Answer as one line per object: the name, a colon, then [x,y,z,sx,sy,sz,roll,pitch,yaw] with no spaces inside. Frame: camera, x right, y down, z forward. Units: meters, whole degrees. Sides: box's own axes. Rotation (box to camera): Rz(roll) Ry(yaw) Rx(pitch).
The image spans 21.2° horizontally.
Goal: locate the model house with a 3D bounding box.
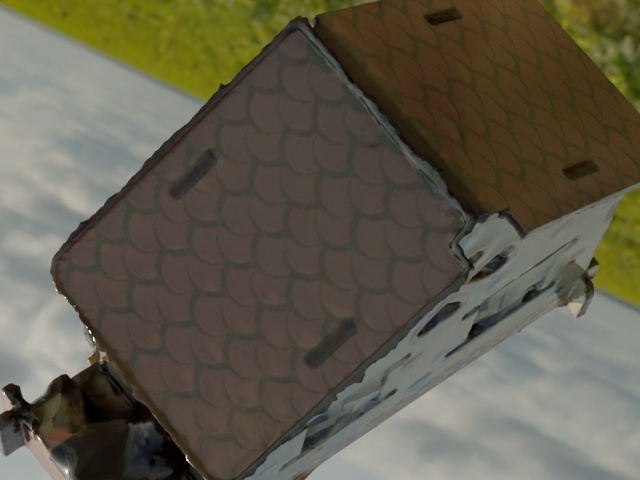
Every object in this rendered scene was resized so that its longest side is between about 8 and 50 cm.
model house: [0.000,0.000,0.788,0.169,0.326,0.244,54,162,14]
